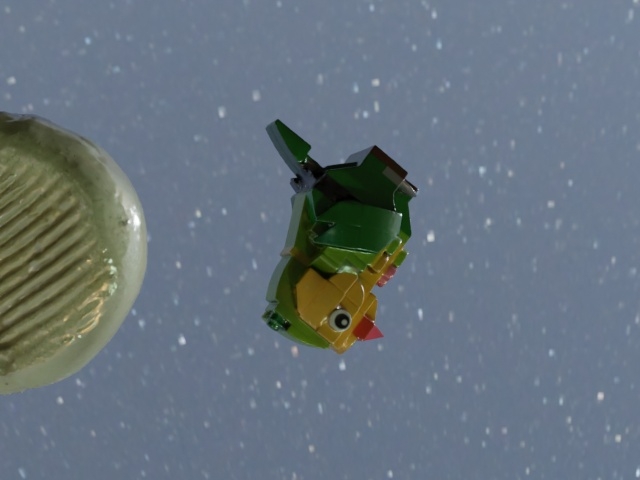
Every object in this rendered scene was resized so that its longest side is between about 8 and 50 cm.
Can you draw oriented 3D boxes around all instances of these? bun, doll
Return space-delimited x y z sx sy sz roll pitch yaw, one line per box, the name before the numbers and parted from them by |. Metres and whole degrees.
bun | -0.234 0.001 1.073 0.231 0.231 0.133 5 -166 12
doll | 0.008 0.002 1.192 0.134 0.106 0.186 10 -95 -16
